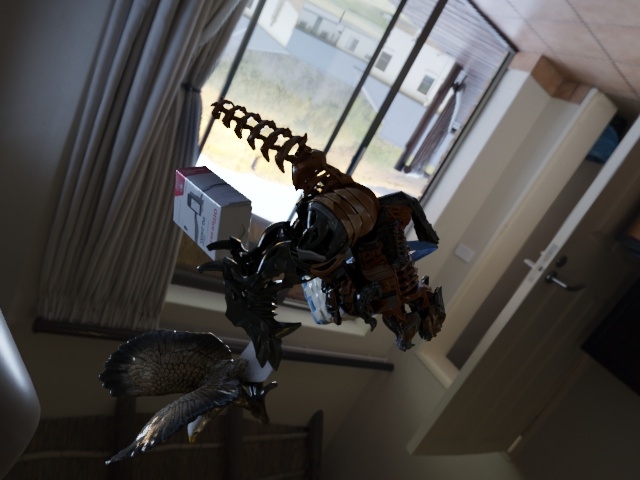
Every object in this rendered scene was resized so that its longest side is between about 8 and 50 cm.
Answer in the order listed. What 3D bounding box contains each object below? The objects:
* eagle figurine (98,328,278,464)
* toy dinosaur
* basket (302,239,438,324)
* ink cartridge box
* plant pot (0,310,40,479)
[{"bbox_3d":[-0.233,0.285,0.776,0.298,0.225,0.226,19,154,-36],"label":"eagle figurine"},{"bbox_3d":[0.000,0.000,0.449,0.322,0.218,0.164,53,-177,6],"label":"toy dinosaur"},{"bbox_3d":[0.104,0.076,0.963,0.254,0.288,0.201,0,-115,-46],"label":"basket"},{"bbox_3d":[-0.194,-0.050,0.730,0.063,0.109,0.150,-16,-139,-43],"label":"ink cartridge box"},{"bbox_3d":[-0.414,0.116,0.348,0.323,0.322,0.281,-112,-1,-65],"label":"plant pot"}]
